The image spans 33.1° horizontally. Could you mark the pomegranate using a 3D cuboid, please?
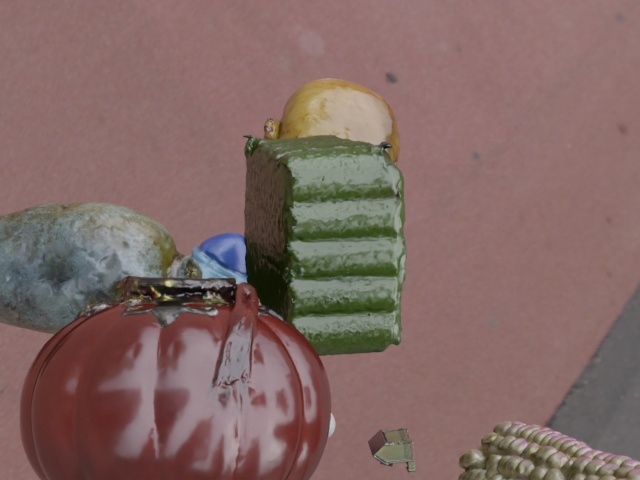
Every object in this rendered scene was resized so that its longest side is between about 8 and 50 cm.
[{"bbox_3d":[0.017,-0.153,1.790,0.248,0.248,0.248,15,61,-28],"label":"pomegranate"}]

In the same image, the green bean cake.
[{"bbox_3d":[0.000,0.000,1.298,0.156,0.250,0.247,-3,100,-14],"label":"green bean cake"}]

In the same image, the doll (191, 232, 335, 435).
[{"bbox_3d":[-0.123,0.127,1.520,0.365,0.187,0.376,-11,83,-35],"label":"doll"}]

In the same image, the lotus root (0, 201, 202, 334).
[{"bbox_3d":[-0.330,0.036,1.365,0.349,0.175,0.175,-1,63,8],"label":"lotus root"}]

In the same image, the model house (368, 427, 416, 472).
[{"bbox_3d":[0.096,0.289,1.482,0.058,0.083,0.057,-7,101,-4],"label":"model house"}]

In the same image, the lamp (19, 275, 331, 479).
[{"bbox_3d":[-0.139,0.163,1.058,0.303,0.303,0.257,3,85,-33],"label":"lamp"}]

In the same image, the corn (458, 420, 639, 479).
[{"bbox_3d":[0.252,0.254,1.014,0.126,0.335,0.127,-1,92,-21],"label":"corn"}]
